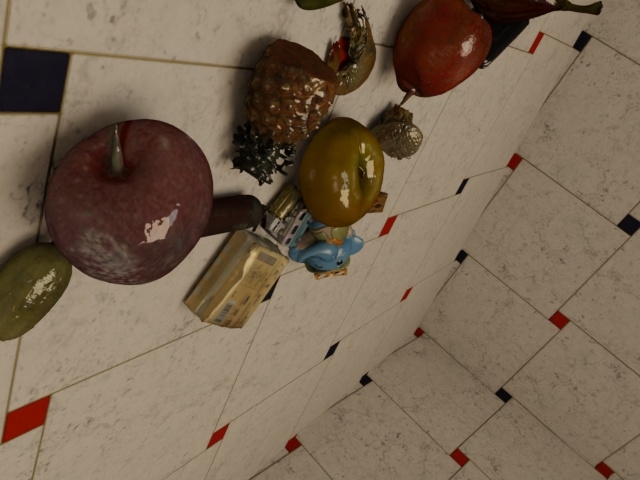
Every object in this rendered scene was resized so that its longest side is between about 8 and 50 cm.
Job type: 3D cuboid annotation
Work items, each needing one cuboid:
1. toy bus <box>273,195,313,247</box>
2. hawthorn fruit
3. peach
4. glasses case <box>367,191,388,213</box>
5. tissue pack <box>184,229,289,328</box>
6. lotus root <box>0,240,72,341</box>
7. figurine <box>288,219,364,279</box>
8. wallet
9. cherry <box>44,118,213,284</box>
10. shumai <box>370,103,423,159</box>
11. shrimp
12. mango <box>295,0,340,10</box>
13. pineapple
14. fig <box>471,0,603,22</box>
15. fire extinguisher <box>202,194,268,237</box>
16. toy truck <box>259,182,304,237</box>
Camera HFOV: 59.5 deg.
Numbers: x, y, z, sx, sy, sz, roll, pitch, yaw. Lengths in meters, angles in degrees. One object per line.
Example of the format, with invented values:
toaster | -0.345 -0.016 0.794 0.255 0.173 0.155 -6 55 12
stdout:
toy bus | -0.067 -0.047 1.360 0.075 0.060 0.122 1 124 -59
hawthorn fruit | 0.257 -0.425 1.286 0.262 0.210 0.210 -51 159 16
peach | 0.050 -0.156 1.284 0.251 0.153 0.251 -6 97 -58
glasses case | 0.149 -0.119 1.705 0.170 0.041 0.064 -8 119 -59
tissue pack | -0.185 0.090 1.286 0.222 0.090 0.186 -56 155 3
lotus root | -0.419 0.066 0.809 0.183 0.077 0.090 -50 157 -6
figurine | 0.001 -0.003 1.479 0.180 0.154 0.262 -41 138 -9
wallet | 0.458 -0.573 1.522 0.250 0.149 0.044 -45 158 -18
cherry | -0.260 -0.052 0.783 0.236 0.213 0.285 -34 158 -29
shumai | 0.203 -0.295 1.486 0.145 0.146 0.116 84 10 -58
shrimp | 0.056 -0.386 1.154 0.133 0.053 0.236 -29 157 -7
mango | 0.060 -0.484 0.925 0.267 0.111 0.133 -49 169 0
pineapple | -0.088 -0.212 1.010 0.158 0.158 0.278 -23 155 -51
fig | 0.542 -0.624 1.389 0.217 0.321 0.216 -37 148 -28
fire extinguisher | -0.188 -0.043 1.111 0.268 0.072 0.089 -16 128 -56
toy truck | -0.090 -0.071 1.290 0.123 0.052 0.063 -53 153 -5
